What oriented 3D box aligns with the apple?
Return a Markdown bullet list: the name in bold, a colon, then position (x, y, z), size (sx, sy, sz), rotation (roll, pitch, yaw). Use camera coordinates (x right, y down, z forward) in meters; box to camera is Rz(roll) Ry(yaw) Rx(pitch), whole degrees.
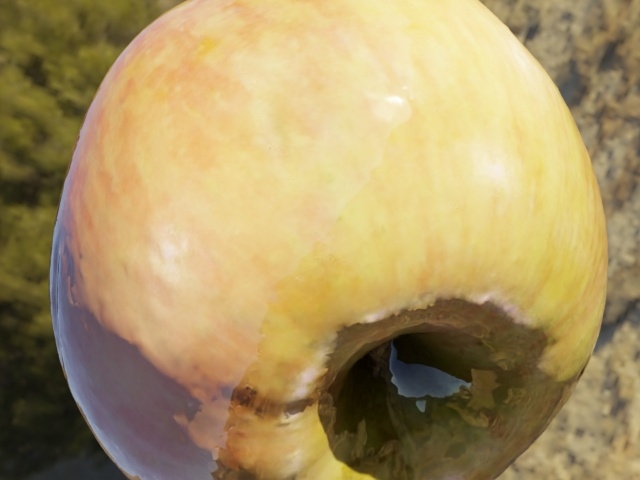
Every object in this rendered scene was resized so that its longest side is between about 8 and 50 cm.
- **apple**: position (0.000, 0.000, 1.082), size (0.391, 0.391, 0.346), rotation (-62, 41, 28)
